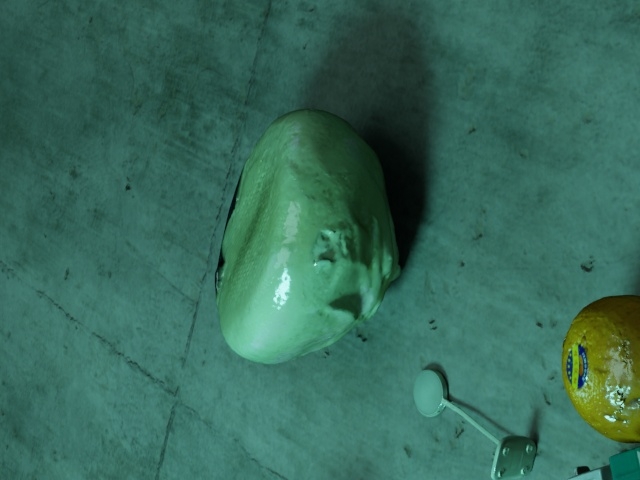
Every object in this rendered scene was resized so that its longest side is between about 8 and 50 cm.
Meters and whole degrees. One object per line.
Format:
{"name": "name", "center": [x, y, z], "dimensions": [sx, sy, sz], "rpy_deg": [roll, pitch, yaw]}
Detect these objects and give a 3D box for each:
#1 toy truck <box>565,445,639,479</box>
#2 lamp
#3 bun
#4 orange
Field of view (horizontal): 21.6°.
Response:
{"name": "toy truck", "center": [0.320, 0.214, 1.433], "dimensions": [0.253, 0.124, 0.114], "rpy_deg": [-29, 62, 45]}
{"name": "lamp", "center": [0.144, 0.186, 1.721], "dimensions": [0.198, 0.056, 0.050], "rpy_deg": [32, 114, 53]}
{"name": "bun", "center": [0.000, 0.000, 1.839], "dimensions": [0.283, 0.179, 0.283], "rpy_deg": [-166, 90, -72]}
{"name": "orange", "center": [0.281, 0.115, 1.496], "dimensions": [0.135, 0.117, 0.136], "rpy_deg": [-171, 90, -75]}
